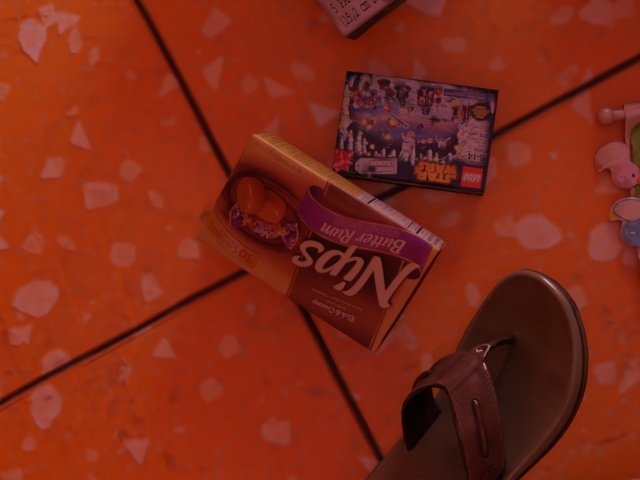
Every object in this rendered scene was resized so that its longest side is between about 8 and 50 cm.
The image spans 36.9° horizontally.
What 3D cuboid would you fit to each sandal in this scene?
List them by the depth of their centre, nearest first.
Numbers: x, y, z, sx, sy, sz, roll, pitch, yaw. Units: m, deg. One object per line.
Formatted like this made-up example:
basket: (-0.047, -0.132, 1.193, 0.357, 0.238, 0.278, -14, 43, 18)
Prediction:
sandal: (0.111, 0.159, 0.783, 0.120, 0.086, 0.303, 34, 90, 40)

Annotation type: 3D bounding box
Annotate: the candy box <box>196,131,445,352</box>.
candy box: (0.000, 0.000, 0.830, 0.186, 0.053, 0.109, 33, 104, 7)

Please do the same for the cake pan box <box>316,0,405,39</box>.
cake pan box: (0.049, -0.342, 0.818, 0.267, 0.070, 0.246, -34, 91, 14)

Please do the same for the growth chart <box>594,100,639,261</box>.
growth chart: (0.342, -0.021, 0.834, 0.172, 0.021, 0.237, -16, 84, 4)

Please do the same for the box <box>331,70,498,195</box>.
box: (0.084, -0.095, 0.854, 0.137, 0.027, 0.094, 8, 87, 5)

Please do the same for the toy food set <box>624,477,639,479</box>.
toy food set: (0.262, 0.299, 0.728, 0.306, 0.092, 0.220, -22, 83, 33)
